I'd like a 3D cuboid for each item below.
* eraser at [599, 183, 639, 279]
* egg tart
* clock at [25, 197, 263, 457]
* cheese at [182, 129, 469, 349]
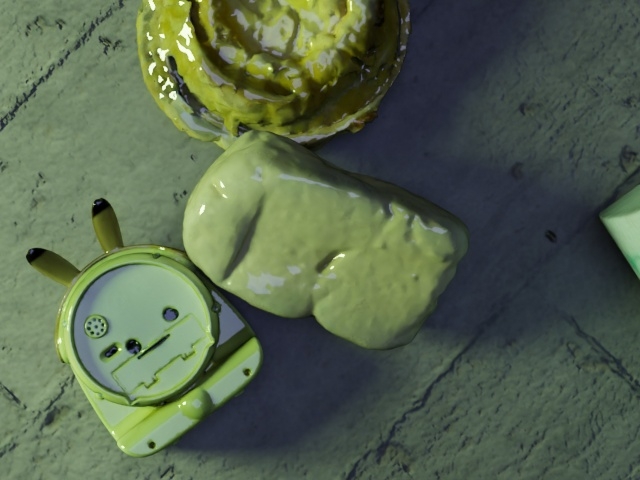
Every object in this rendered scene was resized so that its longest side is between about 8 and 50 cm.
[{"bbox_3d":[0.401,0.070,1.091,0.104,0.189,0.290,-34,92,-2],"label":"eraser"},{"bbox_3d":[-0.045,-0.214,1.099,0.278,0.095,0.279,0,89,-4],"label":"egg tart"},{"bbox_3d":[-0.179,0.079,1.089,0.170,0.069,0.232,-38,92,-5],"label":"clock"},{"bbox_3d":[0.000,-0.001,1.085,0.262,0.093,0.159,22,110,-8],"label":"cheese"}]
